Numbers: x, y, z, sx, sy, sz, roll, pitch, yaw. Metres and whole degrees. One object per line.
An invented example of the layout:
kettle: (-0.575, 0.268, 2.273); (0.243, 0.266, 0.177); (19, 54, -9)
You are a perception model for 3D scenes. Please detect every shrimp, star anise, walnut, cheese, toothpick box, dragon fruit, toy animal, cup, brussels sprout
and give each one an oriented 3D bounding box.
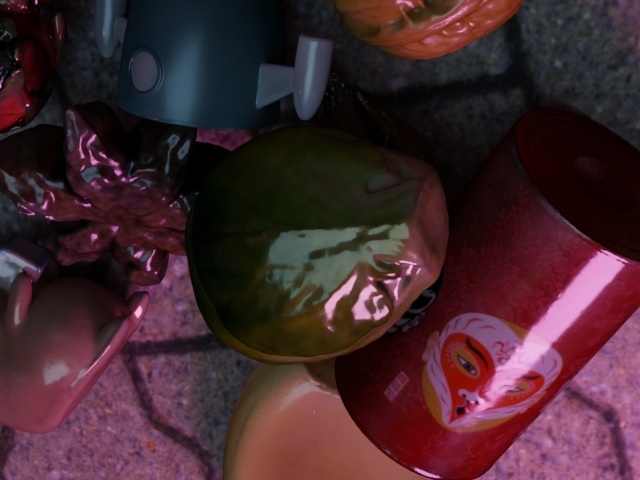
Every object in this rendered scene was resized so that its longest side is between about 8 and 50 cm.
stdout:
shrimp: (0.048, -0.102, 1.582); (0.101, 0.042, 0.190); (-28, 109, 9)
star anise: (-0.209, -0.049, 1.611); (0.315, 0.108, 0.315); (-3, 152, -2)
walnut: (0.102, -0.246, 1.408); (0.206, 0.159, 0.159); (-27, 108, 25)
cheese: (0.008, 0.258, 1.759); (0.259, 0.128, 0.316); (29, 127, -2)
toothpick box: (0.180, 0.058, 1.533); (0.204, 0.204, 0.333); (34, 125, -4)
dragon fruit: (-0.346, -0.190, 1.550); (0.274, 0.192, 0.193); (24, 133, 59)
toy animal: (-0.349, 0.102, 1.748); (0.256, 0.195, 0.213); (28, 117, 4)
cup: (-0.106, -0.207, 1.501); (0.299, 0.167, 0.173); (20, 110, 35)
brussels sprout: (0.000, 0.000, 1.460); (0.271, 0.210, 0.220); (-13, 84, 35)
